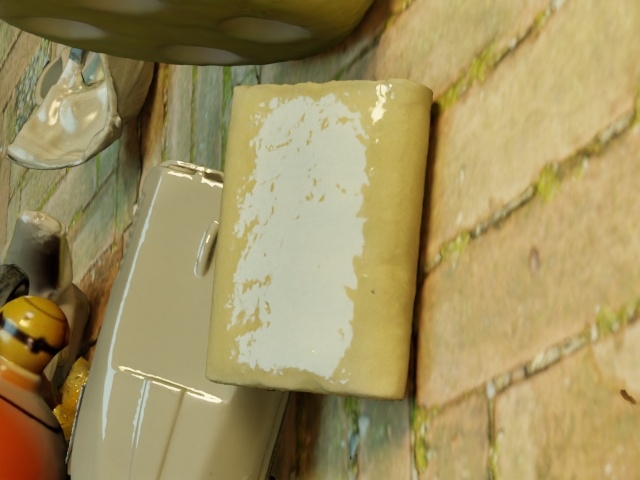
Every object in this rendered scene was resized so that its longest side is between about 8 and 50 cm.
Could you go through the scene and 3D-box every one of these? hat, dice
[{"bbox_3d":[-0.204,-0.183,1.455,0.226,0.164,0.219,-46,-18,-54],"label":"hat"},{"bbox_3d":[-0.089,-0.241,0.957,0.233,0.238,0.227,170,107,-68],"label":"dice"}]

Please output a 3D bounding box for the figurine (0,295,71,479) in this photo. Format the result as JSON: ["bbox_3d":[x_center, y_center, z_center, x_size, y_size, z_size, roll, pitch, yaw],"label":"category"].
[{"bbox_3d":[-0.249,0.200,1.105,0.196,0.323,0.320,-150,68,-68],"label":"figurine"}]

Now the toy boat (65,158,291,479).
[{"bbox_3d":[-0.078,0.087,0.979,0.141,0.140,0.270,-140,59,-65],"label":"toy boat"}]

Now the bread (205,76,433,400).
[{"bbox_3d":[0.000,0.000,0.861,0.139,0.060,0.178,3,84,39],"label":"bread"}]

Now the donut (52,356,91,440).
[{"bbox_3d":[-0.238,0.152,1.444,0.038,0.083,0.067,-38,79,39],"label":"donut"}]

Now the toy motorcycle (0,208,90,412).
[{"bbox_3d":[-0.294,0.107,1.496,0.341,0.107,0.223,105,-172,-50],"label":"toy motorcycle"}]
